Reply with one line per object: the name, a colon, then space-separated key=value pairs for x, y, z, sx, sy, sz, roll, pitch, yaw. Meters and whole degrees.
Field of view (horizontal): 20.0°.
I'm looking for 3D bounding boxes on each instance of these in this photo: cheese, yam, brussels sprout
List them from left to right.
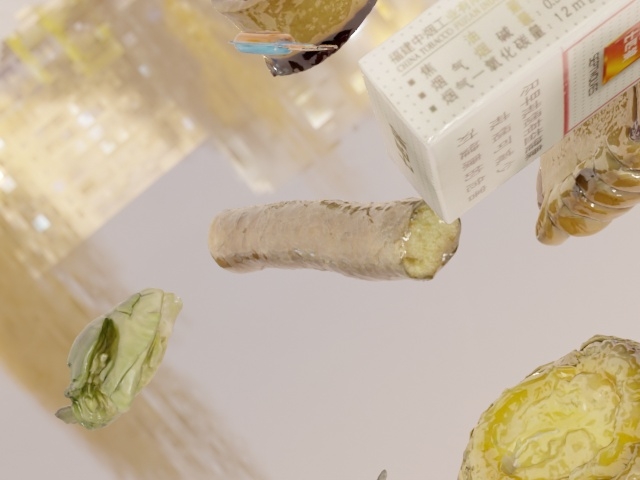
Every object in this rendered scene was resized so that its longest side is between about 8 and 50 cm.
brussels sprout: x=-0.225 y=0.131 z=2.057 sx=0.139 sy=0.100 sz=0.181 roll=93 pitch=16 yaw=-69
cheese: x=-0.030 y=-0.145 z=1.343 sx=0.047 sy=0.017 sz=0.111 roll=-11 pitch=-165 yaw=-33
yam: x=0.000 y=0.000 z=1.731 sx=0.081 sy=0.081 sz=0.356 roll=-44 pitch=-158 yaw=-26

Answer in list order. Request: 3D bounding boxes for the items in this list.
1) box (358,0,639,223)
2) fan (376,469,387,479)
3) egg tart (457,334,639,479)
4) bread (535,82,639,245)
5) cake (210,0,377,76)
box: x=0.194 y=-0.167 z=1.399 sx=0.330 sy=0.095 sz=0.210 roll=-36 pitch=163 yaw=-3
fan: x=0.023 y=0.367 z=2.146 sx=0.220 sy=0.009 sz=0.132 roll=-60 pitch=154 yaw=0
egg tart: x=0.214 y=0.184 z=1.518 sx=0.279 sy=0.095 sz=0.279 roll=-25 pitch=-141 yaw=23
bread: x=0.259 y=-0.083 z=1.583 sx=0.225 sy=0.081 sz=0.134 roll=137 pitch=-37 yaw=-61
cake: x=-0.044 y=-0.296 z=1.870 sx=0.208 sy=0.178 sz=0.185 roll=-57 pitch=-150 yaw=-3
